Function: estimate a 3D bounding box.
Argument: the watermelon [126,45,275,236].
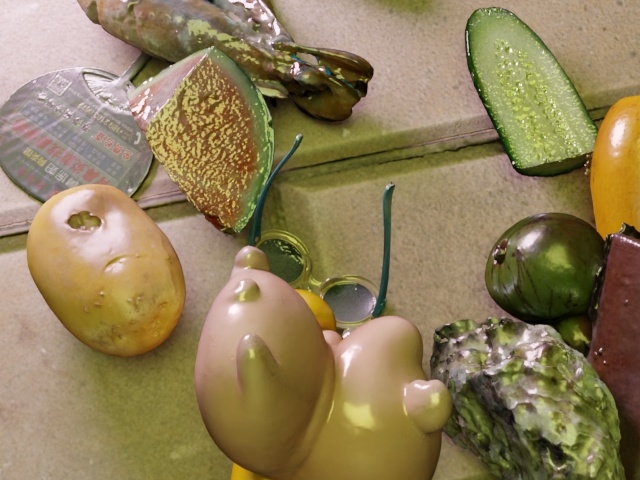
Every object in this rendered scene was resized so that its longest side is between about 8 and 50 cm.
[{"bbox_3d":[-0.125,-0.131,1.275,0.146,0.128,0.231,-38,90,3],"label":"watermelon"}]

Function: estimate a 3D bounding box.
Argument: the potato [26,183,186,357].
[{"bbox_3d":[-0.258,0.036,1.231,0.150,0.146,0.234,-7,46,-44],"label":"potato"}]

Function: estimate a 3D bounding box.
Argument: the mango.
[{"bbox_3d":[0.414,-0.040,1.220,0.187,0.138,0.256,2,86,-23],"label":"mango"}]

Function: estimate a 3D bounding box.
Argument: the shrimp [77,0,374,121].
[{"bbox_3d":[-0.131,-0.292,1.361,0.446,0.110,0.221,33,56,12],"label":"shrimp"}]

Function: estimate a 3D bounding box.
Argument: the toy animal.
[{"bbox_3d":[0.023,0.154,1.090,0.247,0.345,0.277,2,41,15],"label":"toy animal"}]

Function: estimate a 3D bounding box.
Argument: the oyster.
[{"bbox_3d":[0.220,0.189,1.110,0.268,0.112,0.198,20,108,48],"label":"oyster"}]

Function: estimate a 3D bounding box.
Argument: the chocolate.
[{"bbox_3d":[0.350,0.149,1.102,0.112,0.112,0.321,8,95,-22],"label":"chocolate"}]

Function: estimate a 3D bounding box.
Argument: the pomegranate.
[{"bbox_3d":[0.274,0.062,1.198,0.131,0.152,0.191,-24,92,-12],"label":"pomegranate"}]

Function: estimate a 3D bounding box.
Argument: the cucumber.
[{"bbox_3d":[0.258,-0.190,1.319,0.115,0.063,0.243,-21,71,2],"label":"cucumber"}]

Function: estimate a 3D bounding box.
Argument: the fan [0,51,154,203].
[{"bbox_3d":[-0.319,-0.174,1.372,0.223,0.012,0.294,6,72,6],"label":"fan"}]

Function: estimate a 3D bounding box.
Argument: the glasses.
[{"bbox_3d":[0.015,-0.015,1.215,0.190,0.220,0.088,30,36,13],"label":"glasses"}]
